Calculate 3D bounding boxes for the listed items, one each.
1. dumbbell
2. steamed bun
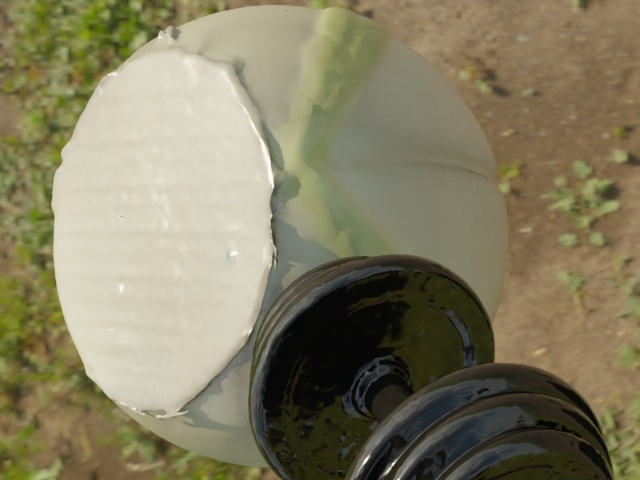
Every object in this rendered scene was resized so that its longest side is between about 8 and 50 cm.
[{"bbox_3d":[0.034,0.066,0.574,0.208,0.099,0.099,46,123,56],"label":"dumbbell"},{"bbox_3d":[0.000,0.000,1.083,0.309,0.309,0.309,4,97,34],"label":"steamed bun"}]
